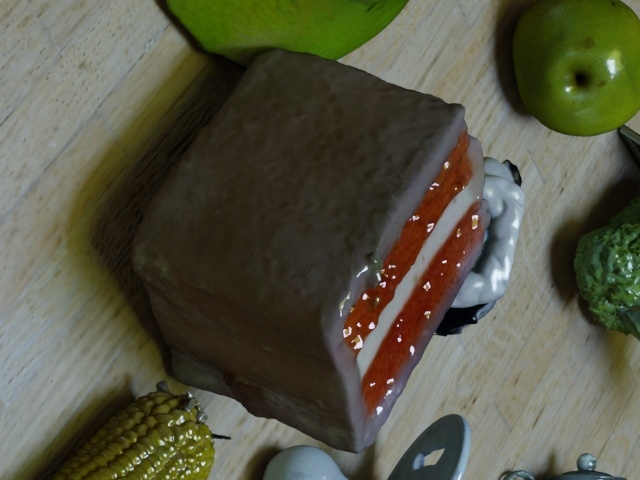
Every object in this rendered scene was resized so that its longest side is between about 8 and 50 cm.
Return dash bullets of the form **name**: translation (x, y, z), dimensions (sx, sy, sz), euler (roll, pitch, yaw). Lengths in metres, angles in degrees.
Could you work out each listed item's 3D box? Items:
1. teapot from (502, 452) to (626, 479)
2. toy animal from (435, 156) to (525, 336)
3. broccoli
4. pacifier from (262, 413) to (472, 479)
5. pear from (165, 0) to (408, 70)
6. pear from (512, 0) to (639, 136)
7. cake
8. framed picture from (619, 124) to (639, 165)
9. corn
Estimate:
- **teapot**: translation (0.323, 0.339, 2.090), dimensions (0.239, 0.162, 0.149), euler (6, 79, -20)
- **toy animal**: translation (0.122, 0.002, 1.795), dimensions (0.156, 0.208, 0.204), euler (13, 79, -6)
- **broccoli**: translation (0.448, 0.084, 2.165), dimensions (0.302, 0.186, 0.254), euler (60, 33, -12)
- **pacifier**: translation (0.039, 0.286, 1.740), dimensions (0.226, 0.238, 0.287), euler (34, 71, -12)
- **pear**: translation (0.005, -0.355, 1.619), dimensions (0.399, 0.165, 0.399), euler (-6, 98, -49)
- **pear**: translation (0.318, -0.223, 2.019), dimensions (0.180, 0.166, 0.216), euler (62, 28, -15)
- **cake**: translation (0.000, 0.000, 1.573), dimensions (0.309, 0.230, 0.237), euler (-59, 155, -30)
- **framed picture**: translation (0.506, -0.030, 2.231), dimensions (0.016, 0.216, 0.273), euler (-42, 129, -3)
- **corn**: translation (-0.207, 0.249, 1.478), dimensions (0.305, 0.106, 0.106), euler (-45, 125, -35)
